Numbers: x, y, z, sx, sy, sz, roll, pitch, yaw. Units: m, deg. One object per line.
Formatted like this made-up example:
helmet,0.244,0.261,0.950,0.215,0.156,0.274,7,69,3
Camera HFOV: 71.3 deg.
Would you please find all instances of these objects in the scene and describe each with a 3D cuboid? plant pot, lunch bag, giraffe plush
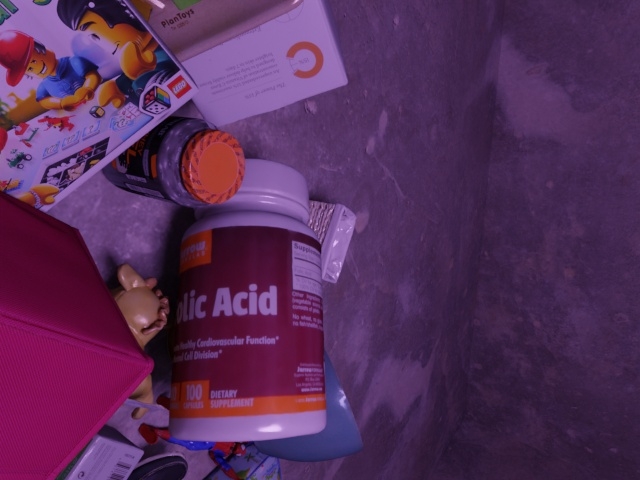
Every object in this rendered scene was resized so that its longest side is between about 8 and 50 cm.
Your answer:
plant pot,-0.060,0.339,0.946,0.196,0.290,0.290,-21,127,-9
lunch bag,-0.183,0.567,0.974,0.219,0.090,0.176,-32,126,-45
giraffe plush,-0.286,0.128,0.612,0.181,0.210,0.170,112,-9,-51

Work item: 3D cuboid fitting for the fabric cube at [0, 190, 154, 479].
fabric cube,-0.350,0.083,0.352,0.259,0.254,0.258,-49,141,-3

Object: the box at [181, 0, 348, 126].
box,-0.120,-0.352,0.565,0.345,0.215,0.168,63,18,-45

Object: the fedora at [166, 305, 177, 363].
fedora,-0.189,0.162,0.824,0.194,0.079,0.194,-26,123,-48

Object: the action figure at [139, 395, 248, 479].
action figure,-0.198,0.393,0.855,0.091,0.139,0.280,-60,145,-20

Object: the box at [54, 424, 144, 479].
box,-0.344,0.328,0.656,0.101,0.087,0.102,-59,142,-24

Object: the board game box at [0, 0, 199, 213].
board game box,-0.302,-0.136,0.443,0.305,0.053,0.193,-38,140,2

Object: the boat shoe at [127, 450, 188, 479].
boat shoe,-0.313,0.423,0.701,0.233,0.079,0.084,-21,119,-34

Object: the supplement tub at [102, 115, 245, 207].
supplement tub,-0.201,-0.110,0.606,0.117,0.190,0.117,-25,121,-49

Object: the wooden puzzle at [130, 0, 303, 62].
wooden puzzle,-0.219,-0.316,0.407,0.348,0.322,0.080,56,23,-46

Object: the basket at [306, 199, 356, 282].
basket,0.000,0.000,0.998,0.113,0.103,0.167,29,77,-69

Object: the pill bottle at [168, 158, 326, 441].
pill bottle,-0.107,0.089,0.693,0.224,0.224,0.392,27,55,-55
